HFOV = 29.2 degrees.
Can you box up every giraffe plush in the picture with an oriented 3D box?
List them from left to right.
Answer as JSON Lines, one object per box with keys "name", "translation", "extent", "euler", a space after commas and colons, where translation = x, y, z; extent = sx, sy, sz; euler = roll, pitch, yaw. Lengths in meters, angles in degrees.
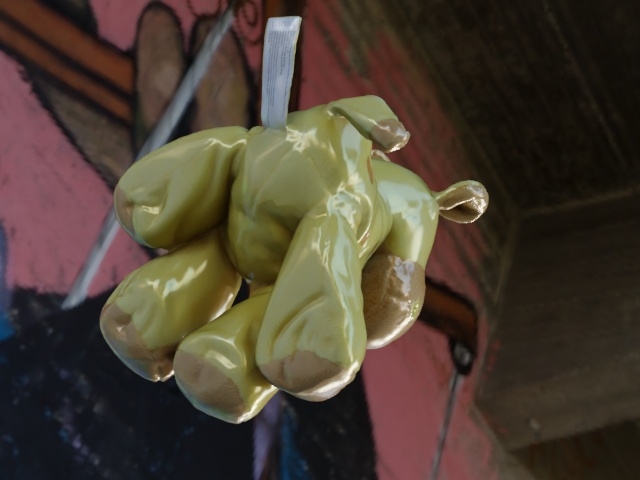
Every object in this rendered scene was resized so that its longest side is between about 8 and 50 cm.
{"name": "giraffe plush", "translation": [0.000, 0.000, 0.700], "extent": [0.181, 0.210, 0.170], "euler": [21, 1, 33]}
